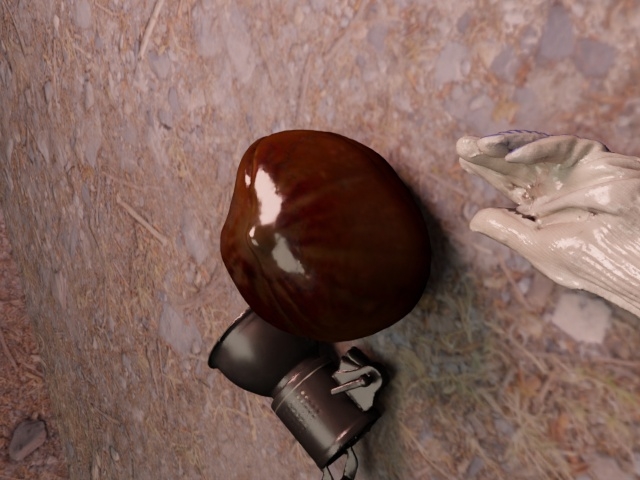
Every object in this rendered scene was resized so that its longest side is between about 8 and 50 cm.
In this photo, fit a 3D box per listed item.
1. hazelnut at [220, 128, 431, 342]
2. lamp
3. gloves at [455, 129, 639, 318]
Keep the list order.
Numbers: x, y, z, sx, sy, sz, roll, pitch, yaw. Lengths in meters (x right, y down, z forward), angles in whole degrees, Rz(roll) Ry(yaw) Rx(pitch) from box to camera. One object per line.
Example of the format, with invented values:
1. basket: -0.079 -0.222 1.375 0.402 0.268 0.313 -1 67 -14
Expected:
1. hazelnut: 0.000 0.000 0.604 0.229 0.229 0.229 16 113 44
2. lamp: -0.009 0.184 0.740 0.227 0.147 0.172 44 107 20
3. gloves: 0.197 -0.022 0.465 0.229 0.097 0.119 41 113 32
